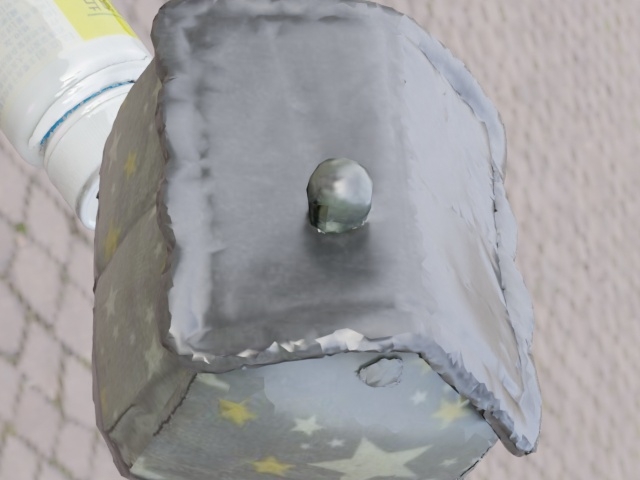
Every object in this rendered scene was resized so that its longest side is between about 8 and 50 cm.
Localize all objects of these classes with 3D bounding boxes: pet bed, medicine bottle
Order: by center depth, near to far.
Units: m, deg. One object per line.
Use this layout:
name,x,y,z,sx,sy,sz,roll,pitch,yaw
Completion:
pet bed,0.000,0.000,0.785,0.183,0.159,0.211,17,48,-23
medicine bottle,-0.219,-0.140,1.542,0.258,0.143,0.143,54,20,21
